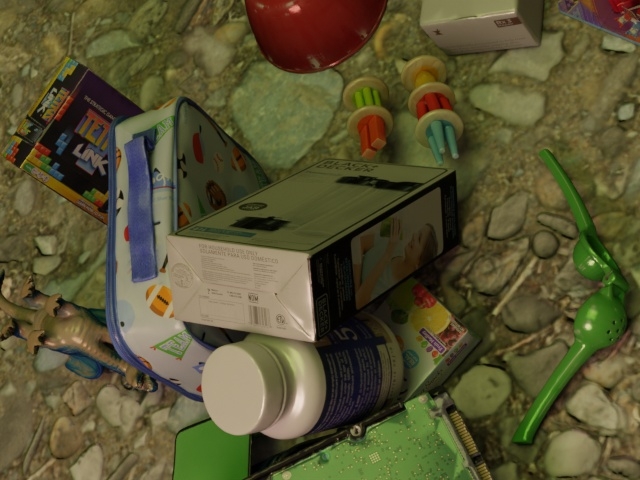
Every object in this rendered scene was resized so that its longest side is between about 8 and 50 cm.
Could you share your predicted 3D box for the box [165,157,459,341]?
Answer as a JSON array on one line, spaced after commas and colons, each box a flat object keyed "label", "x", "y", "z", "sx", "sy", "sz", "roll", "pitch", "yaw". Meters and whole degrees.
[{"label": "box", "x": 0.000, "y": 0.000, "z": 1.384, "sx": 0.169, "sy": 0.290, "sz": 0.087, "roll": 7, "pitch": 111, "yaw": 33}]

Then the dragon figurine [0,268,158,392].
[{"label": "dragon figurine", "x": -0.284, "y": 0.108, "z": 1.612, "sx": 0.289, "sy": 0.144, "sz": 0.085, "roll": 11, "pitch": 75, "yaw": 53}]

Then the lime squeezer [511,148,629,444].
[{"label": "lime squeezer", "x": 0.254, "y": 0.047, "z": 1.368, "sx": 0.110, "sy": 0.059, "sz": 0.310, "roll": -22, "pitch": 56, "yaw": 55}]

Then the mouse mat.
[{"label": "mouse mat", "x": -0.116, "y": 0.275, "z": 1.452, "sx": 0.152, "sy": 0.007, "sz": 0.190, "roll": -27, "pitch": 55, "yaw": 47}]

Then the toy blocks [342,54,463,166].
[{"label": "toy blocks", "x": 0.089, "y": -0.124, "z": 1.494, "sx": 0.123, "sy": 0.054, "sz": 0.148, "roll": -19, "pitch": 42, "yaw": 10}]

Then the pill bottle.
[{"label": "pill bottle", "x": -0.018, "y": 0.130, "z": 1.331, "sx": 0.112, "sy": 0.186, "sz": 0.112, "roll": 4, "pitch": 96, "yaw": 41}]

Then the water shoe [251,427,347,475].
[{"label": "water shoe", "x": -0.035, "y": 0.238, "z": 1.416, "sx": 0.203, "sy": 0.080, "sz": 0.073, "roll": -28, "pitch": 57, "yaw": 16}]

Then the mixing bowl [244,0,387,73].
[{"label": "mixing bowl", "x": -0.022, "y": -0.300, "z": 1.642, "sx": 0.181, "sy": 0.098, "sz": 0.181, "roll": -12, "pitch": 62, "yaw": 24}]

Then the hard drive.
[{"label": "hard drive", "x": 0.017, "y": 0.310, "z": 1.286, "sx": 0.339, "sy": 0.064, "sz": 0.237, "roll": -27, "pitch": 71, "yaw": -2}]

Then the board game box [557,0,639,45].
[{"label": "board game box", "x": 0.329, "y": -0.285, "z": 1.476, "sx": 0.168, "sy": 0.033, "sz": 0.133, "roll": 32, "pitch": 86, "yaw": 35}]

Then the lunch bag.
[{"label": "lunch bag", "x": -0.140, "y": 0.004, "z": 1.481, "sx": 0.115, "sy": 0.243, "sz": 0.303, "roll": -16, "pitch": 62, "yaw": 22}]

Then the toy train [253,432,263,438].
[{"label": "toy train", "x": -0.055, "y": 0.192, "z": 1.487, "sx": 0.083, "sy": 0.017, "sz": 0.024, "roll": -29, "pitch": 68, "yaw": 15}]

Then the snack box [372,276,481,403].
[{"label": "snack box", "x": 0.081, "y": 0.119, "z": 1.429, "sx": 0.141, "sy": 0.037, "sz": 0.100, "roll": -49, "pitch": 53, "yaw": 4}]

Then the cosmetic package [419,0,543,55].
[{"label": "cosmetic package", "x": 0.187, "y": -0.327, "z": 1.546, "sx": 0.117, "sy": 0.085, "sz": 0.231, "roll": -2, "pitch": 69, "yaw": 29}]

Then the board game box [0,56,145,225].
[{"label": "board game box", "x": -0.275, "y": -0.115, "z": 1.655, "sx": 0.048, "sy": 0.170, "sz": 0.141, "roll": 32, "pitch": 87, "yaw": 38}]
